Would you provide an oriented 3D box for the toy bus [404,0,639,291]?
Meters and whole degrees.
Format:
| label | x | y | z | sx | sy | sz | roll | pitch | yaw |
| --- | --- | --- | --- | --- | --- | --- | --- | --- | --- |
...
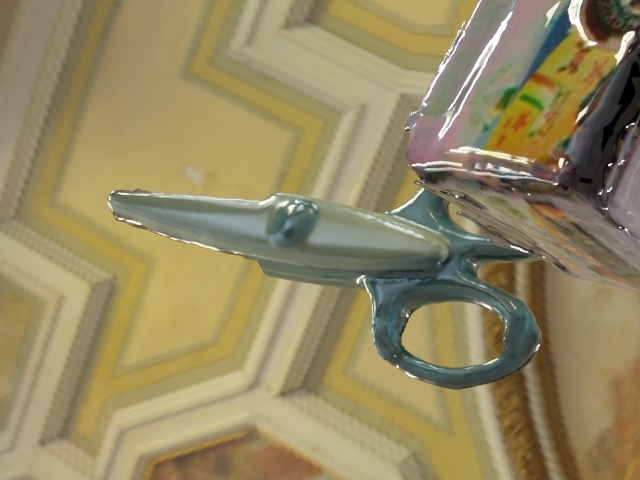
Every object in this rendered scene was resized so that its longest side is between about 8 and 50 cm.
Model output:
| label | x | y | z | sx | sy | sz | roll | pitch | yaw |
| --- | --- | --- | --- | --- | --- | --- | --- | --- | --- |
| toy bus | 0.151 | -0.137 | 0.613 | 0.138 | 0.112 | 0.317 | 11 | -109 | 51 |

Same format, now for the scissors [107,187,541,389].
| label | x | y | z | sx | sy | sz | roll | pitch | yaw |
| --- | --- | --- | --- | --- | --- | --- | --- | --- | --- |
| scissors | 0.000 | 0.000 | 0.902 | 0.289 | 0.041 | 0.138 | 10 | -111 | 28 |
